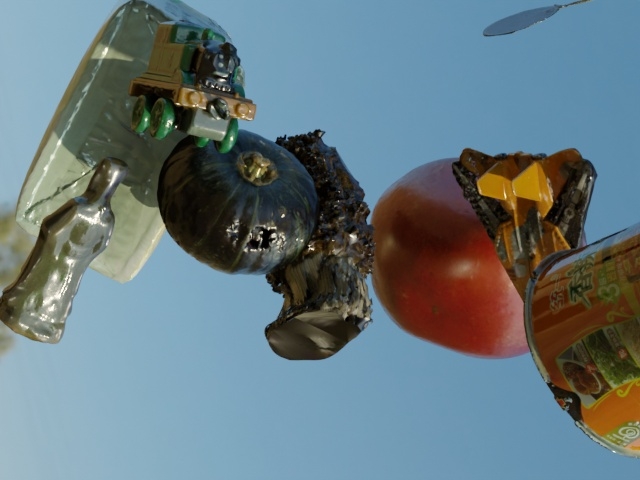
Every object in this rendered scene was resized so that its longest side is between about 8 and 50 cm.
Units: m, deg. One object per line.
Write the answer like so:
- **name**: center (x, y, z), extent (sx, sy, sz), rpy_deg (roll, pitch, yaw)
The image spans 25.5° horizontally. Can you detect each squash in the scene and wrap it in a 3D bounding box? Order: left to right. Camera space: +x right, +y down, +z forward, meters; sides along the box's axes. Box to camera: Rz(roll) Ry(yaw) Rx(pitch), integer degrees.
- **squash**: center (-0.098, -0.046, 1.672), extent (0.156, 0.193, 0.193), rpy_deg (99, -32, -55)

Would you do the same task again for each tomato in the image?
- **tomato**: center (0.234, 0.024, 2.120), extent (0.325, 0.290, 0.293), rpy_deg (19, -43, 18)

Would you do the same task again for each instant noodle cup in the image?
- **instant noodle cup**: center (0.339, 0.073, 1.356), extent (0.182, 0.230, 0.230), rpy_deg (-37, -112, 44)

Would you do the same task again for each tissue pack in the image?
- **tissue pack**: center (-0.254, -0.163, 1.931), extent (0.331, 0.205, 0.405), rpy_deg (-59, -169, 9)

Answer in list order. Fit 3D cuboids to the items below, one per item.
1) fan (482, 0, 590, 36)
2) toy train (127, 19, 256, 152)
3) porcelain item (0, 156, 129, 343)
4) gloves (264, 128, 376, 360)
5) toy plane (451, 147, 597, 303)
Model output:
- **fan**: center (0.237, -0.241, 1.505), extent (0.085, 0.133, 0.005), rpy_deg (-69, 141, -67)
- **toy train**: center (-0.139, -0.171, 1.535), extent (0.228, 0.091, 0.136), rpy_deg (16, -86, 65)
- **porcelain item**: center (-0.274, 0.003, 1.534), extent (0.215, 0.081, 0.069), rpy_deg (-61, -151, 12)
- **gloves**: center (-0.007, 0.001, 1.818), extent (0.210, 0.135, 0.312), rpy_deg (117, -27, -63)
- **toy plane**: center (0.287, 0.027, 1.794), extent (0.204, 0.103, 0.316), rpy_deg (3, -53, 40)
